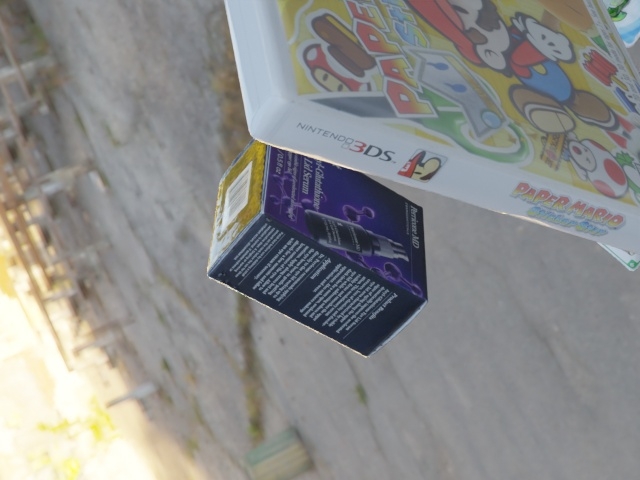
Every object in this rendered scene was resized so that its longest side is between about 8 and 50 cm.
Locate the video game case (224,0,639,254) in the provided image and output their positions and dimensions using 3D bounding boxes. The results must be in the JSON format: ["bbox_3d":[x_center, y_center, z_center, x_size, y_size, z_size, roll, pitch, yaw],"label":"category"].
[{"bbox_3d":[0.049,-0.102,0.492,0.026,0.206,0.227,-50,39,38],"label":"video game case"}]

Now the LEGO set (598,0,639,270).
[{"bbox_3d":[0.210,-0.122,0.927,0.244,0.182,0.060,41,-163,18],"label":"LEGO set"}]

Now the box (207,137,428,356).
[{"bbox_3d":[0.000,0.000,1.231,0.108,0.207,0.153,-47,27,34],"label":"box"}]
